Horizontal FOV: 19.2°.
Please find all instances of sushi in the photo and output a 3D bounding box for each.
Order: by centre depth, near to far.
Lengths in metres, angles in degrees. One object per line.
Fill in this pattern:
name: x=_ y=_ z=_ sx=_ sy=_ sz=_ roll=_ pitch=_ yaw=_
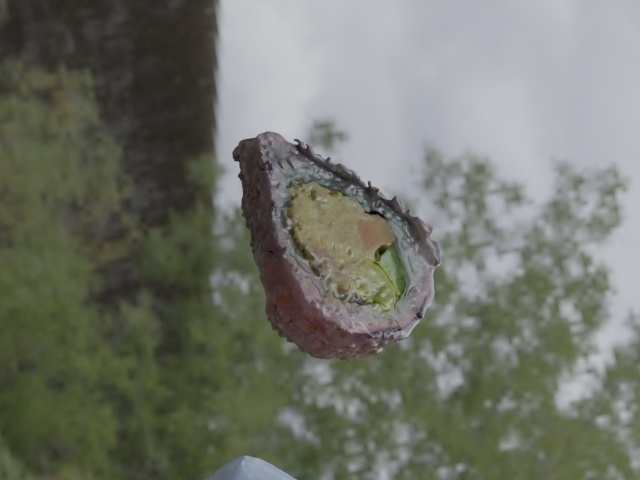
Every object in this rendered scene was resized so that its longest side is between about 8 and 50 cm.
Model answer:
sushi: x=-0.007 y=0.016 z=1.837 sx=0.161 sy=0.241 sz=0.107 roll=-59 pitch=-172 yaw=-29

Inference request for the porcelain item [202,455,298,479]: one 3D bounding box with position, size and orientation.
porcelain item: x=-0.111 y=0.298 z=1.168 sx=0.242 sy=0.405 sz=0.178 roll=31 pitch=-57 yaw=15
